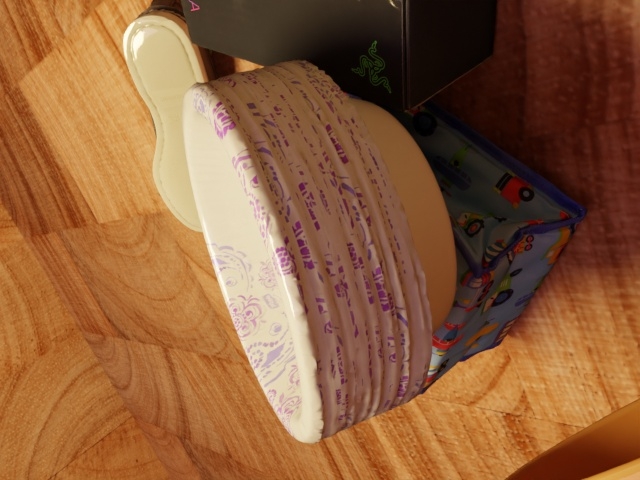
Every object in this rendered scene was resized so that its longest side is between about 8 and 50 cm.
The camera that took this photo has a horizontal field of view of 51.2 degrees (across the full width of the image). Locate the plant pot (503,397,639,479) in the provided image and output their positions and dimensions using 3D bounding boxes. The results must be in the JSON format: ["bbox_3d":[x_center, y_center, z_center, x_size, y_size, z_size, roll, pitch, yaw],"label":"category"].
[{"bbox_3d":[0.281,0.191,0.415,0.204,0.290,0.291,62,150,17],"label":"plant pot"}]

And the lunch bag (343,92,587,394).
[{"bbox_3d":[0.081,-0.033,0.683,0.293,0.138,0.221,51,151,28],"label":"lunch bag"}]

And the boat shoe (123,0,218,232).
[{"bbox_3d":[-0.173,-0.157,0.888,0.116,0.097,0.324,-4,130,6],"label":"boat shoe"}]

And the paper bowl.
[{"bbox_3d":[0.000,0.000,0.534,0.284,0.148,0.284,161,90,-75],"label":"paper bowl"}]

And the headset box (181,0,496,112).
[{"bbox_3d":[0.009,-0.263,0.532,0.283,0.131,0.246,27,139,34],"label":"headset box"}]
